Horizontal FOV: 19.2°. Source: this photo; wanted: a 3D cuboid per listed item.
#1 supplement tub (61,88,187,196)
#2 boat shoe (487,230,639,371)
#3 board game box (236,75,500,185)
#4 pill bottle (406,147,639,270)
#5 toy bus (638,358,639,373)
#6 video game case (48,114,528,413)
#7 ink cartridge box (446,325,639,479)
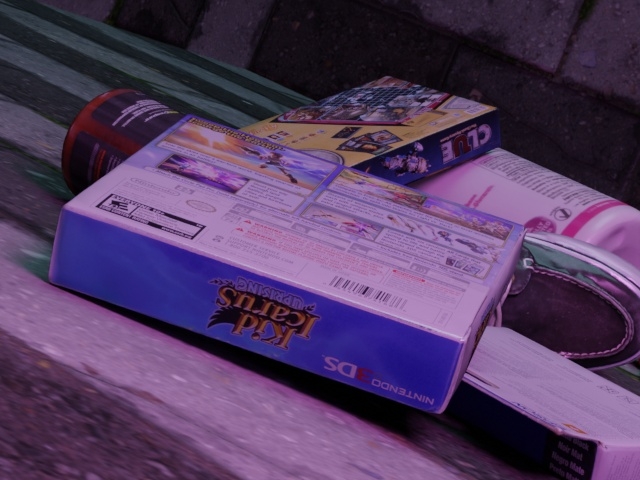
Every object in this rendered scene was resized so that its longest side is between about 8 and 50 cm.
[{"bbox_3d":[-0.110,-0.043,1.502,0.198,0.106,0.106,29,10,40],"label":"supplement tub"},{"bbox_3d":[0.120,0.048,1.579,0.335,0.121,0.119,12,14,3],"label":"boat shoe"},{"bbox_3d":[0.027,-0.090,1.799,0.243,0.042,0.165,-22,29,-32],"label":"board game box"},{"bbox_3d":[0.172,-0.003,1.840,0.283,0.160,0.160,27,9,39],"label":"pill bottle"},{"bbox_3d":[0.418,0.113,1.957,0.202,0.104,0.191,20,8,-15],"label":"toy bus"},{"bbox_3d":[-0.013,0.008,1.283,0.270,0.061,0.244,19,22,9],"label":"video game case"},{"bbox_3d":[0.141,0.113,1.332,0.223,0.045,0.224,28,11,41],"label":"ink cartridge box"}]
